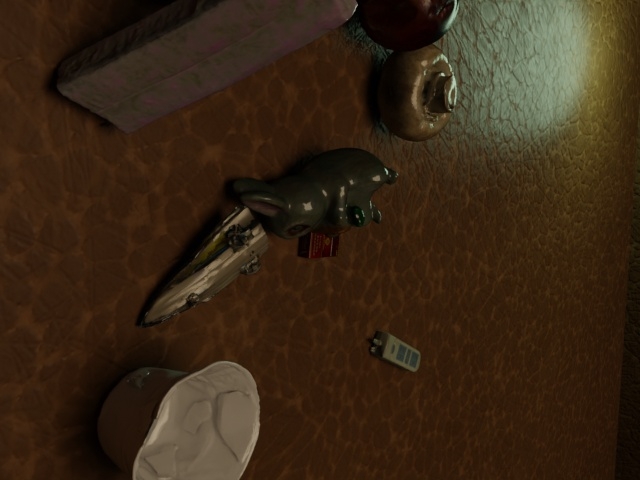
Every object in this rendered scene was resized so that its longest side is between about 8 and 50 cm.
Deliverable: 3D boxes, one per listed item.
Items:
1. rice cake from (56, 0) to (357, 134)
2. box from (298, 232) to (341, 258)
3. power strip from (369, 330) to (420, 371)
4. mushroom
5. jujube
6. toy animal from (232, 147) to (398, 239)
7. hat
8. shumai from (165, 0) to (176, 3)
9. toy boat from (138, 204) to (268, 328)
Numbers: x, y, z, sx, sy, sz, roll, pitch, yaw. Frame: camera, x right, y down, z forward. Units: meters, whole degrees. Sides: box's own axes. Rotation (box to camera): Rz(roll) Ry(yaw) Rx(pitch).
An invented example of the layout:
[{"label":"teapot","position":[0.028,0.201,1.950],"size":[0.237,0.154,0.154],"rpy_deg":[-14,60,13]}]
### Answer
[{"label":"rice cake","position":[-0.113,-0.204,0.748],"size":[0.106,0.298,0.050],"rpy_deg":[48,21,-53]},{"label":"box","position":[0.000,0.000,1.148],"size":[0.082,0.023,0.051],"rpy_deg":[-2,101,-54]},{"label":"power strip","position":[0.141,0.210,1.389],"size":[0.191,0.030,0.047],"rpy_deg":[34,69,-53]},{"label":"mushroom","position":[0.169,-0.247,1.237],"size":[0.166,0.127,0.166],"rpy_deg":[-31,127,-53]},{"label":"jujube","position":[0.149,-0.391,1.154],"size":[0.236,0.168,0.168],"rpy_deg":[-45,132,-48]},{"label":"toy animal","position":[-0.020,-0.060,1.047],"size":[0.251,0.127,0.125],"rpy_deg":[-12,102,-35]},{"label":"hat","position":[-0.176,0.219,0.864],"size":[0.203,0.126,0.203],"rpy_deg":[-17,111,-52]},{"label":"shumai","position":[-0.005,-0.406,0.774],"size":[0.395,0.348,0.394],"rpy_deg":[-27,123,-51]},{"label":"toy boat","position":[-0.146,0.042,0.928],"size":[0.210,0.066,0.084],"rpy_deg":[-41,141,-28]}]
